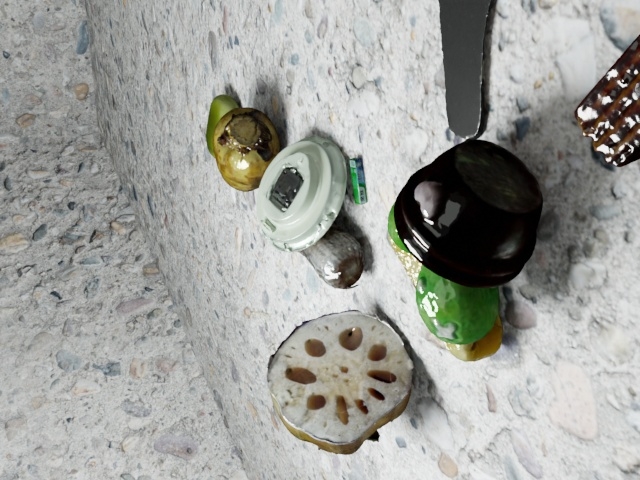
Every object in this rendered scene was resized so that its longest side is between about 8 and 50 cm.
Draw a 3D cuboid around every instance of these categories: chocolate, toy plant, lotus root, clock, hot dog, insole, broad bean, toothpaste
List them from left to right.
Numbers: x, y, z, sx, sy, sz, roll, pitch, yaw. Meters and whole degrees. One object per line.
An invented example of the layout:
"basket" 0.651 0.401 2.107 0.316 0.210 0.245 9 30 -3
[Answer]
"broad bean" -0.242 -0.283 1.666 0.124 0.082 0.174 44 133 47
"lotus root" -0.167 -0.200 1.475 0.314 0.142 0.169 131 122 -73
"clock" -0.051 -0.095 1.256 0.237 0.053 0.236 -19 63 41
"chocolate" 0.000 0.000 1.291 0.248 0.110 0.110 43 142 39
"lotus root" 0.044 0.285 1.238 0.272 0.272 0.192 51 163 40
"toothpaste" 0.068 -0.107 1.182 0.020 0.017 0.083 22 125 57
"hot dog" 0.187 0.058 0.958 0.242 0.084 0.073 64 150 20
"toy plant" 0.174 0.000 0.830 0.218 0.176 0.235 65 152 28
"insole" 0.186 -0.277 0.830 0.110 0.012 0.309 31 133 55

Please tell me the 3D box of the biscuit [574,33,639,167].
"biscuit" 0.331 -0.194 0.461 0.073 0.107 0.388 61 153 20
